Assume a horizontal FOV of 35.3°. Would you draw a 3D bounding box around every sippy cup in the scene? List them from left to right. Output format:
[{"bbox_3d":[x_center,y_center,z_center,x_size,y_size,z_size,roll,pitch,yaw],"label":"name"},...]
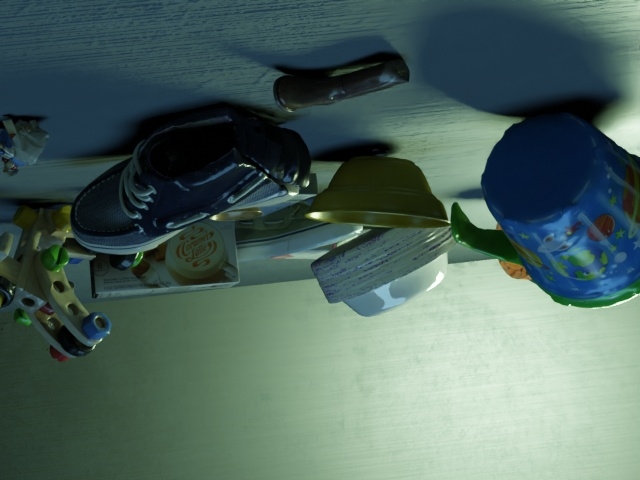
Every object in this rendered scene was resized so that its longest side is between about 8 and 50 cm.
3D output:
[{"bbox_3d":[0.335,-0.053,1.352,0.305,0.240,0.224,-44,137,11],"label":"sippy cup"}]

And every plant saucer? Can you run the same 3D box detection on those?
[{"bbox_3d":[-0.130,-0.044,1.548,0.084,0.015,0.083,-6,173,-1],"label":"plant saucer"}]

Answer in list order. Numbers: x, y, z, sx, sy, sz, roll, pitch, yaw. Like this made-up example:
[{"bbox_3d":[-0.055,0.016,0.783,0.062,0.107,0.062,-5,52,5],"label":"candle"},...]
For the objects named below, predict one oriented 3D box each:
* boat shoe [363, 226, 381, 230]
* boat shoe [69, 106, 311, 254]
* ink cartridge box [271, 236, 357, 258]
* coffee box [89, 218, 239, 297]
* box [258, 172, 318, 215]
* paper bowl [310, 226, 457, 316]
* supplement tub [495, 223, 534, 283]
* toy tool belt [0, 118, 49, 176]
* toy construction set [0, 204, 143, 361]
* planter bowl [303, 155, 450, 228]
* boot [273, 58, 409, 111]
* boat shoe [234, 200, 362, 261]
[{"bbox_3d":[0.053,-0.045,1.881,0.190,0.068,0.072,-18,160,4],"label":"boat shoe"},{"bbox_3d":[-0.194,-0.075,1.190,0.341,0.127,0.158,-18,163,23],"label":"boat shoe"},{"bbox_3d":[0.000,0.000,2.155,0.198,0.067,0.115,2,169,-44],"label":"ink cartridge box"},{"bbox_3d":[-0.275,0.019,1.748,0.247,0.141,0.098,-3,173,-16],"label":"coffee box"},{"bbox_3d":[-0.111,-0.070,1.577,0.145,0.038,0.186,-2,171,-30],"label":"box"},{"bbox_3d":[0.136,0.048,1.988,0.284,0.148,0.284,-27,-177,2],"label":"paper bowl"},{"bbox_3d":[0.534,-0.004,2.086,0.316,0.193,0.194,-4,173,-25],"label":"supplement tub"},{"bbox_3d":[-0.330,-0.105,1.075,0.051,0.052,0.083,35,146,-29],"label":"toy tool belt"},{"bbox_3d":[-0.453,0.034,1.543,0.237,0.257,0.309,27,157,-33],"label":"toy construction set"},{"bbox_3d":[0.086,-0.072,1.465,0.217,0.090,0.217,4,176,0],"label":"planter bowl"},{"bbox_3d":[0.024,-0.155,0.987,0.114,0.037,0.106,-7,-173,31],"label":"boot"},{"bbox_3d":[-0.055,-0.025,1.761,0.302,0.094,0.109,-12,-179,43],"label":"boat shoe"}]
